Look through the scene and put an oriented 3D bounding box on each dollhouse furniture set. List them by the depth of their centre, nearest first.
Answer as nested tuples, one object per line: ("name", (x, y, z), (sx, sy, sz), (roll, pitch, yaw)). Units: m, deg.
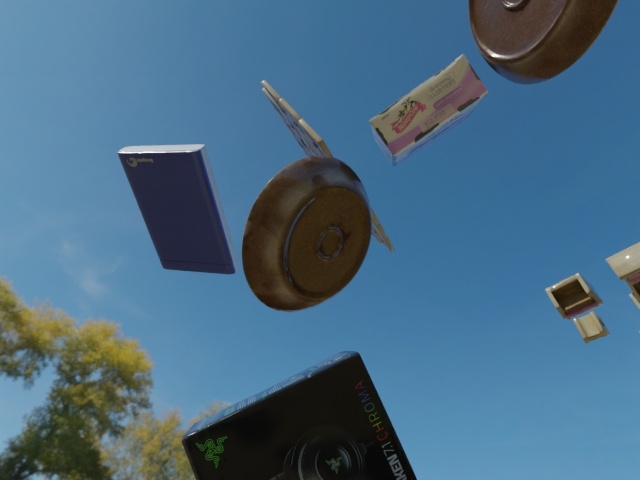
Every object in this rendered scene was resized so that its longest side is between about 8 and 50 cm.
("dollhouse furniture set", (0.630, 0.176, 0.780), (0.287, 0.303, 0.198), (-35, -48, 25))

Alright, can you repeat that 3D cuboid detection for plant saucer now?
("plant saucer", (0.177, -0.222, 0.378), (0.029, 0.168, 0.168), (-8, -41, -18))
("plant saucer", (0.000, 0.000, 0.529), (0.036, 0.198, 0.198), (24, -30, 45))

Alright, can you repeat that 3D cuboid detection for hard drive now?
("hard drive", (-0.325, -0.065, 1.040), (0.211, 0.040, 0.318), (3, -57, 19))

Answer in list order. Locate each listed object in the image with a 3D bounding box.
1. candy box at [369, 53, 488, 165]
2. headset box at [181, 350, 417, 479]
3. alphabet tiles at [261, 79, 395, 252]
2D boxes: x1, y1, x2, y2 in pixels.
("candy box", (0.172, -0.203, 0.740), (0.165, 0.196, 0.070), (-33, -91, 11))
("headset box", (-0.031, 0.331, 0.637), (0.283, 0.246, 0.131), (-22, -10, -13))
("alphabet tiles", (0.016, -0.118, 0.769), (0.011, 0.285, 0.342), (-40, -32, 2))
